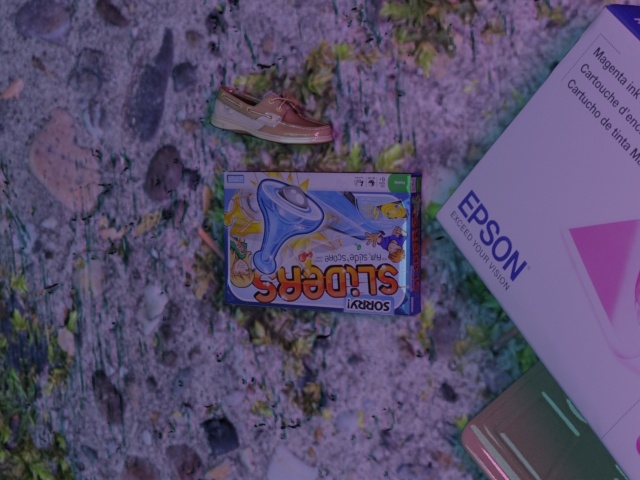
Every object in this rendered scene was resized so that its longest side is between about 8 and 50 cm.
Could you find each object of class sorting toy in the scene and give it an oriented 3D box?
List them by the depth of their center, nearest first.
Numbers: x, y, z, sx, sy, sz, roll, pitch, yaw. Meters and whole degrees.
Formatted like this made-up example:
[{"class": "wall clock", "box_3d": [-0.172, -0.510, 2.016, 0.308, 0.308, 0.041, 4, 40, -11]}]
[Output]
[{"class": "sorting toy", "box_3d": [0.250, 0.185, 0.969, 0.193, 0.038, 0.208, 51, 122, 15]}]

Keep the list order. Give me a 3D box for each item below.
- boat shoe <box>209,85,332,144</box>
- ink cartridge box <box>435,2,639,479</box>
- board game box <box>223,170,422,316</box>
[{"class": "boat shoe", "box_3d": [-0.049, -0.123, 1.086, 0.135, 0.050, 0.045, 14, 106, 23]}, {"class": "ink cartridge box", "box_3d": [0.277, -0.025, 0.847, 0.330, 0.071, 0.324, -54, 48, 26]}, {"class": "board game box", "box_3d": [0.000, 0.000, 1.083, 0.201, 0.035, 0.136, 2, 95, 25]}]
